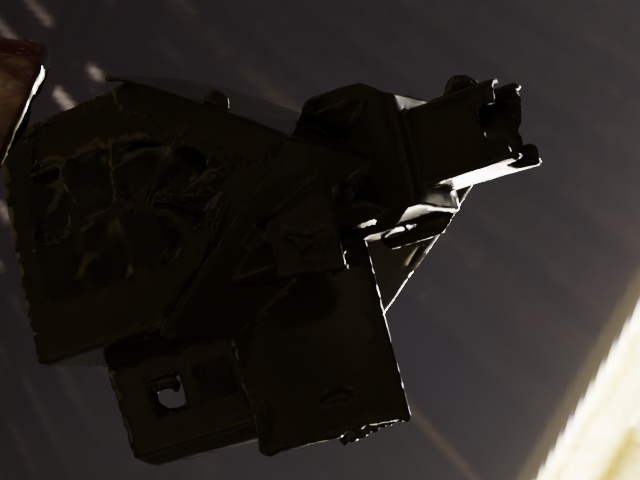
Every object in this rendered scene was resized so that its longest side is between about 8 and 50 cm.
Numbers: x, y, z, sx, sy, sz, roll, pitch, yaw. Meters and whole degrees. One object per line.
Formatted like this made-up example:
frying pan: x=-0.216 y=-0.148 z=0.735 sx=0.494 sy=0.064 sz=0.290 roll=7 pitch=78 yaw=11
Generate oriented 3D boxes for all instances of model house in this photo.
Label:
model house: x=0.000 y=0.000 z=0.865 sx=0.243 sy=0.211 sz=0.204 roll=-19 pitch=-102 yaw=27

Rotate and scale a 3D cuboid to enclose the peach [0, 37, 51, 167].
peach: x=-0.186 y=0.033 z=0.594 sx=0.189 sy=0.068 sz=0.279 roll=-45 pitch=-163 yaw=55
